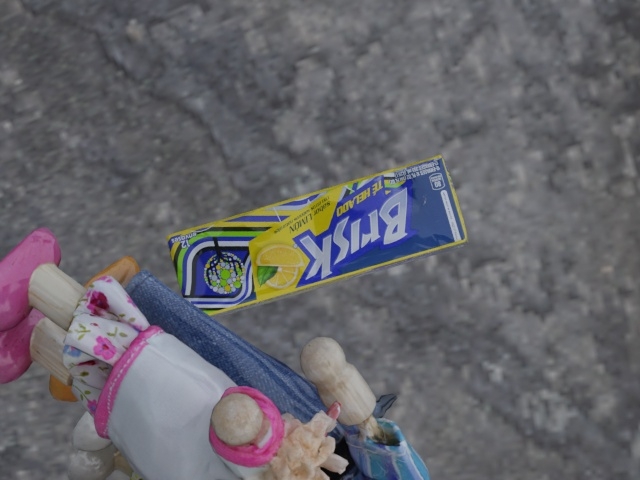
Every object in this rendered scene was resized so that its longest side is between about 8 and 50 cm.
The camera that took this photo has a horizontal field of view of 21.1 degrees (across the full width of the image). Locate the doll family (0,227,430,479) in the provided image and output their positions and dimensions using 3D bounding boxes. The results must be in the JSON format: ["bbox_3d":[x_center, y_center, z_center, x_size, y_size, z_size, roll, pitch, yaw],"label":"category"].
[{"bbox_3d":[-0.014,0.087,0.552,0.163,0.263,0.118,35,57,16],"label":"doll family"}]

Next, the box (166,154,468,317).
[{"bbox_3d":[0.000,0.000,1.011,0.059,0.169,0.054,18,55,-83],"label":"box"}]
